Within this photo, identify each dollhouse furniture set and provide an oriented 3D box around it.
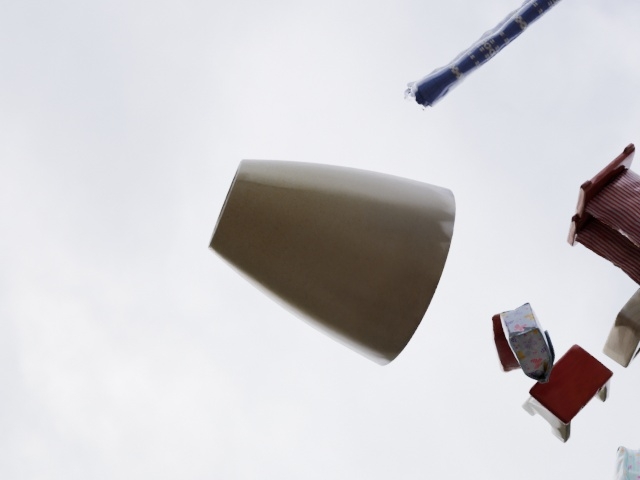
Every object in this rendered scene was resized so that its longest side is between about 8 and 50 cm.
[{"bbox_3d":[0.384,0.065,1.184,0.201,0.374,0.152,40,-22,27],"label":"dollhouse furniture set"}]

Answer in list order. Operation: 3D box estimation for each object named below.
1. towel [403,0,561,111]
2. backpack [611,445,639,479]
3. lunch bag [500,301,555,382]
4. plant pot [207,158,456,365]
[{"bbox_3d":[0.224,-0.251,0.887,0.336,0.243,0.040,-39,-87,9],"label":"towel"},{"bbox_3d":[0.506,0.394,1.308,0.115,0.182,0.152,17,-65,11],"label":"backpack"},{"bbox_3d":[0.272,0.134,1.102,0.053,0.071,0.083,-21,-69,11],"label":"lunch bag"},{"bbox_3d":[0.000,0.000,1.133,0.274,0.256,0.256,21,-59,-9],"label":"plant pot"}]
